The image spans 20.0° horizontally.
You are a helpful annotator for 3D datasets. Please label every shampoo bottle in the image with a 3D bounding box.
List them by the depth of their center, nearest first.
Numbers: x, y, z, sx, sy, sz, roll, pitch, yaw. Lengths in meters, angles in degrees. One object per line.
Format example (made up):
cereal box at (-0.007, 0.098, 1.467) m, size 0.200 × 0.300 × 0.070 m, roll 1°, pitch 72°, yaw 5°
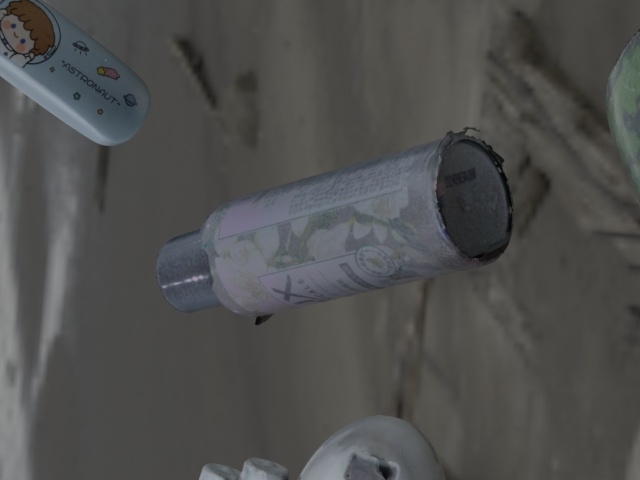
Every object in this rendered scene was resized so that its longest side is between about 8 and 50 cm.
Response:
shampoo bottle at (0.000, 0.000, 0.935) m, size 0.214 × 0.072 × 0.072 m, roll -15°, pitch 68°, yaw 43°

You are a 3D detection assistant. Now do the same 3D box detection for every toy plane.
toy plane at (0.011, 0.160, 0.805) m, size 0.080 × 0.174 × 0.174 m, roll -18°, pitch -64°, yaw -73°

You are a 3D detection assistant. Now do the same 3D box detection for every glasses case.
glasses case at (-0.221, -0.148, 1.511) m, size 0.067 × 0.178 × 0.045 m, roll -61°, pitch 18°, yaw -22°

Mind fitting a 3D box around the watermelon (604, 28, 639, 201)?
watermelon at (0.381, -0.061, 1.444) m, size 0.283 × 0.292 × 0.250 m, roll 166°, pitch 107°, yaw -65°
